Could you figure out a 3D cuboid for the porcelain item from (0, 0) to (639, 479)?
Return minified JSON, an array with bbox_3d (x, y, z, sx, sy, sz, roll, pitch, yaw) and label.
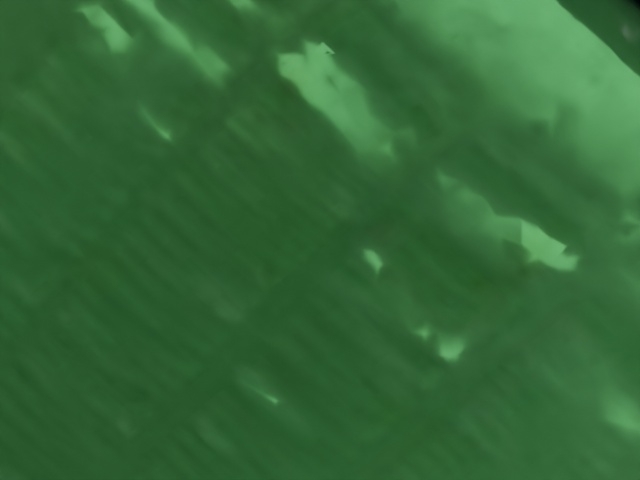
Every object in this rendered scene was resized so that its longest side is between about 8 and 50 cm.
[{"bbox_3d":[0.000,0.000,0.576,0.281,0.157,0.286,41,115,-4],"label":"porcelain item"}]
